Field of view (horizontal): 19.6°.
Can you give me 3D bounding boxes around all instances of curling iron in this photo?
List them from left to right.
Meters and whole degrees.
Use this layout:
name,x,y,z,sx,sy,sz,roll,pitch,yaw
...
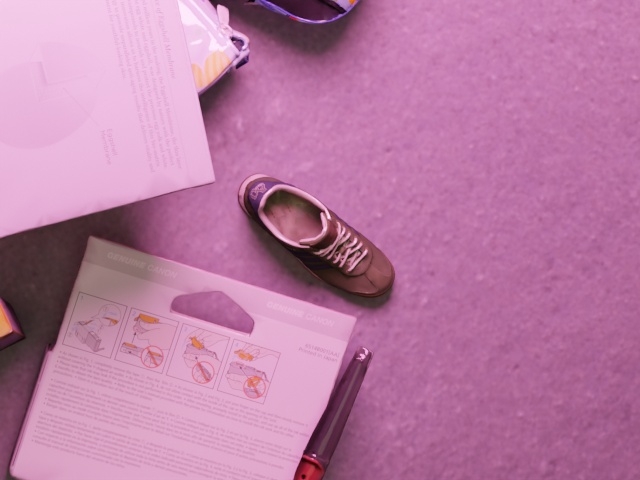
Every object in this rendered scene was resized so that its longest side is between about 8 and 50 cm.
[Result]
name,x,y,z,sx,sy,sz,roll,pitch,yaw
curling iron,-0.022,0.228,1.890,0.068,0.035,0.274,33,89,-12

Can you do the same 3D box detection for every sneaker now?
name,x,y,z,sx,sy,sz,roll,pitch,yaw
sneaker,0.000,0.000,1.917,0.192,0.086,0.064,36,87,-11

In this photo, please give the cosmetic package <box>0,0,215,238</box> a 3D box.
name,x,y,z,sx,sy,sz,roll,pitch,yaw
cosmetic package,-0.238,-0.143,1.720,0.225,0.138,0.224,-14,106,-12

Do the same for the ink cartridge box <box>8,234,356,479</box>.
name,x,y,z,sx,sy,sz,roll,pitch,yaw
ink cartridge box,-0.141,0.157,1.913,0.296,0.066,0.261,18,91,-11

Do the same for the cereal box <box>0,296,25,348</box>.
name,x,y,z,sx,sy,sz,roll,pitch,yaw
cereal box,-0.374,0.108,1.780,0.173,0.240,0.047,-25,89,-8

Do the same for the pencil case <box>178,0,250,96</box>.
name,x,y,z,sx,sy,sz,roll,pitch,yaw
pencil case,-0.189,-0.256,1.845,0.273,0.124,0.113,50,60,-7

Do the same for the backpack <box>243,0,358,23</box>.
name,x,y,z,sx,sy,sz,roll,pitch,yaw
backpack,-0.030,-0.303,1.875,0.173,0.117,0.158,27,88,-10
